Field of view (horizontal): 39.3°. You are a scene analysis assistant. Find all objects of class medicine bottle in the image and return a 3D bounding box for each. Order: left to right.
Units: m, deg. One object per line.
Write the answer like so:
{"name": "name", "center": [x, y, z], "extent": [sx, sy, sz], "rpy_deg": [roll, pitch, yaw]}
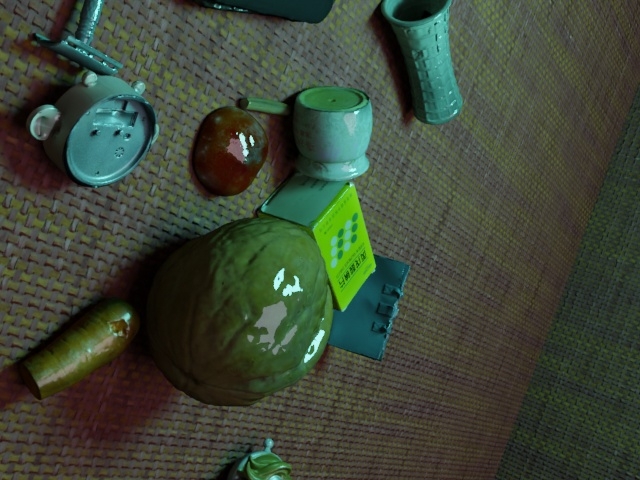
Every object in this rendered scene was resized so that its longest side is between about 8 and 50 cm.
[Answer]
{"name": "medicine bottle", "center": [0.000, 0.000, 1.733], "extent": [0.137, 0.141, 0.250], "rpy_deg": [-53, 143, -31]}
{"name": "medicine bottle", "center": [0.021, -0.197, 1.658], "extent": [0.147, 0.147, 0.143], "rpy_deg": [-32, 134, -44]}

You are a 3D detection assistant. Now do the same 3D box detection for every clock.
{"name": "clock", "center": [-0.301, -0.150, 1.244], "extent": [0.229, 0.063, 0.155], "rpy_deg": [0, 127, -58]}

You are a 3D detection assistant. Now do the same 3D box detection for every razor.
{"name": "razor", "center": [-0.297, -0.349, 1.210], "extent": [0.106, 0.068, 0.232], "rpy_deg": [25, 79, -58]}

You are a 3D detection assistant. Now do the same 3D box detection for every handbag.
{"name": "handbag", "center": [0.102, 0.139, 1.944], "extent": [0.057, 0.144, 0.221], "rpy_deg": [20, 87, -58]}

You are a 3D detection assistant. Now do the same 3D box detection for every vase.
{"name": "vase", "center": [0.226, -0.382, 1.879], "extent": [0.143, 0.143, 0.299], "rpy_deg": [-54, 146, -24]}

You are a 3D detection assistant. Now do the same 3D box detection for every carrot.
{"name": "carrot", "center": [-0.356, 0.164, 1.347], "extent": [0.193, 0.087, 0.087], "rpy_deg": [-43, 138, -33]}

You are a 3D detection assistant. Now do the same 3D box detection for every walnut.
{"name": "walnut", "center": [-0.125, 0.110, 1.478], "extent": [0.333, 0.333, 0.333], "rpy_deg": [-30, 129, -45]}

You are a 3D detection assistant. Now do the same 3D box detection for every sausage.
{"name": "sausage", "center": [-0.093, -0.237, 1.583], "extent": [0.132, 0.024, 0.024], "rpy_deg": [-3, 108, -56]}

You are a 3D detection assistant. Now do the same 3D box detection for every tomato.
{"name": "tomato", "center": [-0.140, -0.148, 1.517], "extent": [0.155, 0.069, 0.155], "rpy_deg": [-28, 127, -46]}

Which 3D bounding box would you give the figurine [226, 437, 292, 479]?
{"name": "figurine", "center": [-0.148, 0.548, 1.807], "extent": [0.194, 0.133, 0.274], "rpy_deg": [6, 107, -33]}

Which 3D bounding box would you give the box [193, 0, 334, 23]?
{"name": "box", "center": [-0.068, -0.530, 1.417], "extent": [0.359, 0.091, 0.350], "rpy_deg": [-9, 114, -54]}
